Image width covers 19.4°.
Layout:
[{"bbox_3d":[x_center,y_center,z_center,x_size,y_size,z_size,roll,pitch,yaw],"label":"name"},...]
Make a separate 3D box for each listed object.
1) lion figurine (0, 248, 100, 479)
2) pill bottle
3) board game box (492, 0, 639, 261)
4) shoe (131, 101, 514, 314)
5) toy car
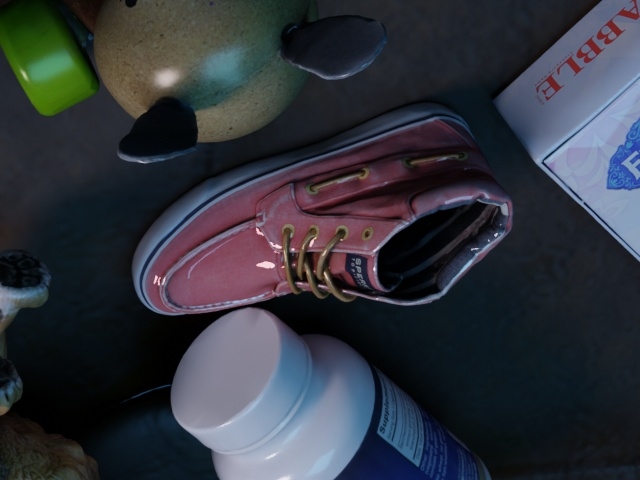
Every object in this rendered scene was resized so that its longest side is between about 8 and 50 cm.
[{"bbox_3d":[-0.252,0.115,0.841,0.392,0.142,0.240,12,127,-11],"label":"lion figurine"},{"bbox_3d":[0.005,0.106,0.935,0.094,0.094,0.169,-41,127,10],"label":"pill bottle"},{"bbox_3d":[0.301,-0.075,0.939,0.319,0.066,0.318,-42,127,10],"label":"board game box"},{"bbox_3d":[0.000,0.000,0.869,0.178,0.081,0.063,-25,128,-3],"label":"shoe"},{"bbox_3d":[-0.053,-0.097,0.714,0.155,0.188,0.149,-27,128,-1],"label":"toy car"}]
